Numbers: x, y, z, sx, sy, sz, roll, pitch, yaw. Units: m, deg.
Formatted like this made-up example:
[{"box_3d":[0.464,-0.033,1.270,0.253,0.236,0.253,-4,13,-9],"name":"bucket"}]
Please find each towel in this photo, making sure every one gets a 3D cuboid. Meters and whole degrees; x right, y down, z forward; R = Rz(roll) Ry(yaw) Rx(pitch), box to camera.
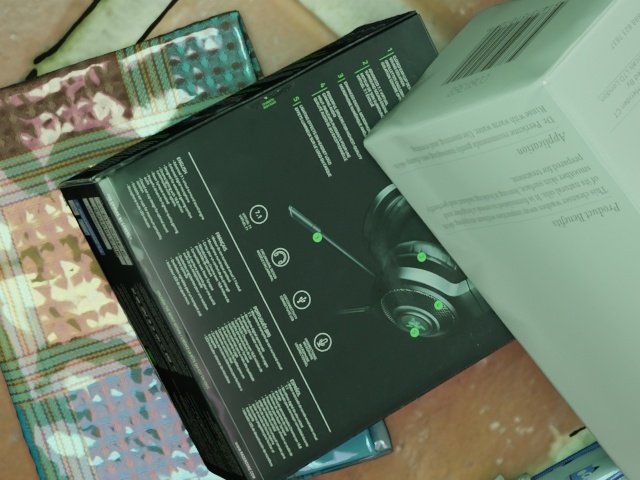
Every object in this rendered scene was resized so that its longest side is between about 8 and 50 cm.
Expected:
[{"box_3d":[-0.126,0.039,1.258,0.271,0.040,0.370,-19,99,0],"name":"towel"}]

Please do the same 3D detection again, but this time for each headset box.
[{"box_3d":[0.000,0.000,1.175,0.283,0.131,0.246,-30,100,-16],"name":"headset box"}]

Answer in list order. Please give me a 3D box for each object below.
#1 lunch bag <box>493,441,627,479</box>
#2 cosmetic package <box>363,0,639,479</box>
[{"box_3d":[0.233,0.306,1.278,0.243,0.115,0.303,-32,99,5],"name":"lunch bag"},{"box_3d":[0.235,0.017,1.081,0.385,0.217,0.156,50,63,-16],"name":"cosmetic package"}]
